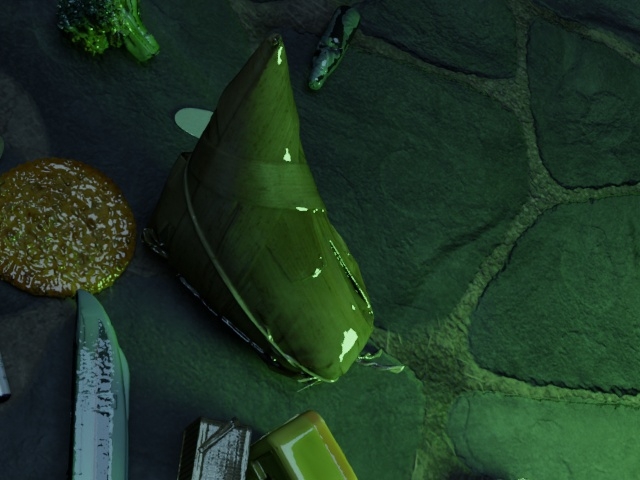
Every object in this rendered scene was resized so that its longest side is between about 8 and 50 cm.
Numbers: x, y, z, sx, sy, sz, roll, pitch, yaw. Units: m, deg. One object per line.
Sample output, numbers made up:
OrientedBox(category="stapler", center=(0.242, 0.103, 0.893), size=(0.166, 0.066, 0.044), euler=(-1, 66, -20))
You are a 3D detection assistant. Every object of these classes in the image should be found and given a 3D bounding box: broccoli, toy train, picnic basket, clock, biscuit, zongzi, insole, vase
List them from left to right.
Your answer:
OrientedBox(category="biscuit", center=(-0.422, -0.024, 1.342), size=(0.254, 0.035, 0.254), euler=(9, 63, -18))
OrientedBox(category="toy train", center=(-0.325, 0.264, 1.217), size=(0.088, 0.086, 0.407), euler=(4, 65, -20))
OrientedBox(category="broccoli", center=(-0.361, -0.401, 1.483), size=(0.194, 0.194, 0.219), euler=(15, 24, -16))
OrientedBox(category="picnic basket", center=(-0.163, 0.348, 1.229), size=(0.079, 0.115, 0.164), euler=(15, 62, -18))
OrientedBox(category="insole", center=(-0.175, -0.201, 1.545), size=(0.197, 0.004, 0.065), euler=(18, 61, -14))
OrientedBox(category="clock", center=(-0.036, 0.344, 1.232), size=(0.096, 0.202, 0.143), euler=(-28, 80, -30))
OrientedBox(category="zongzi", center=(-0.012, 0.012, 1.243), size=(0.500, 0.467, 0.218), euler=(45, 53, 1))
OrientedBox(category="vase", center=(0.022, -0.387, 1.681), size=(0.060, 0.060, 0.211), euler=(28, 60, -9))

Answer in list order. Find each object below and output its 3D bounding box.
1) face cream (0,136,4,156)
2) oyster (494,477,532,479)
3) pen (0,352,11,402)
OrientedBox(category="face cream", center=(-0.622, -0.187, 1.329), size=(0.224, 0.070, 0.114), euler=(27, 58, 5))
OrientedBox(category="oyster", center=(0.315, 0.461, 1.410), size=(0.209, 0.072, 0.133), euler=(-31, 87, -11))
OrientedBox(category="pen", center=(-0.508, 0.113, 1.244), size=(0.033, 0.033, 0.269), euler=(-13, 72, -27))
